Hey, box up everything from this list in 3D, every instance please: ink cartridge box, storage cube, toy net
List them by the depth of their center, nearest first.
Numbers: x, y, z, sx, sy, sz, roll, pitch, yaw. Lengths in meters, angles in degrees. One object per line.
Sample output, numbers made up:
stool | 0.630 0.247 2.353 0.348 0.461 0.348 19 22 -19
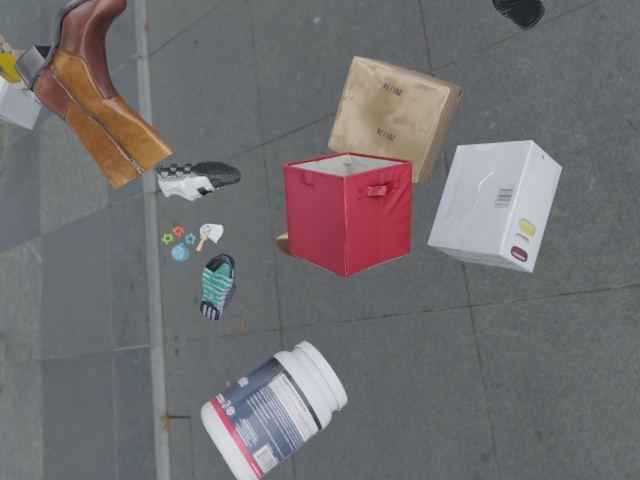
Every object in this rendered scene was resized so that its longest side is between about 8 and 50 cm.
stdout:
storage cube | 0.054 -0.061 0.961 0.215 0.183 0.193 21 121 48
ink cartridge box | -0.951 -0.426 1.311 0.289 0.211 0.122 18 87 -6
toy net | -0.474 -0.014 1.822 0.232 0.045 0.122 -26 88 3

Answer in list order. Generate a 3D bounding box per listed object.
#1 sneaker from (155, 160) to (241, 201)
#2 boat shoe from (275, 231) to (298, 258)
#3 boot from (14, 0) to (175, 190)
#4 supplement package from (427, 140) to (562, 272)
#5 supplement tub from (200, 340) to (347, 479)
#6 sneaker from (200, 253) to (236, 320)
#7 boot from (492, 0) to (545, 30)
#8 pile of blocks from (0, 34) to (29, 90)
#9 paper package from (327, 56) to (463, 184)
sneaker | -0.480 -0.230 1.939 0.122 0.330 0.146 -91 1 -52
boat shoe | 0.000 0.000 1.541 0.285 0.105 0.089 3 50 11
boot | -0.367 -0.261 0.860 0.264 0.096 0.280 -34 105 14
supplement package | 0.407 -0.080 1.134 0.204 0.145 0.262 10 80 53
supplement tub | -0.099 0.363 1.039 0.272 0.191 0.191 -32 58 -20
sneaker | -0.256 0.105 1.261 0.083 0.098 0.224 30 127 7
boot | 0.406 -0.609 1.114 0.094 0.246 0.207 -43 64 28
pile of blocks | -0.766 -0.432 0.987 0.112 0.362 0.149 2 58 27
paper package | 0.228 -0.374 1.496 0.324 0.168 0.310 26 112 21
